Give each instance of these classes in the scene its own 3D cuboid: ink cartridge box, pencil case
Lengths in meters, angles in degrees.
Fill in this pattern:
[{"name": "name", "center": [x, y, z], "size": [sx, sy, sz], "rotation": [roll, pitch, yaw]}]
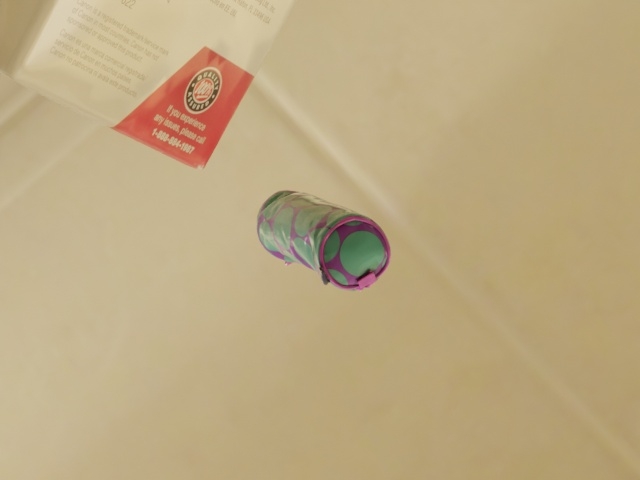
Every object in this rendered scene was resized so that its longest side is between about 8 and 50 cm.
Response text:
[{"name": "ink cartridge box", "center": [-0.105, -0.275, 1.327], "size": [0.160, 0.385, 0.279], "rotation": [31, -178, 26]}, {"name": "pencil case", "center": [0.000, 0.000, 1.610], "size": [0.151, 0.064, 0.070], "rotation": [26, 133, 64]}]
